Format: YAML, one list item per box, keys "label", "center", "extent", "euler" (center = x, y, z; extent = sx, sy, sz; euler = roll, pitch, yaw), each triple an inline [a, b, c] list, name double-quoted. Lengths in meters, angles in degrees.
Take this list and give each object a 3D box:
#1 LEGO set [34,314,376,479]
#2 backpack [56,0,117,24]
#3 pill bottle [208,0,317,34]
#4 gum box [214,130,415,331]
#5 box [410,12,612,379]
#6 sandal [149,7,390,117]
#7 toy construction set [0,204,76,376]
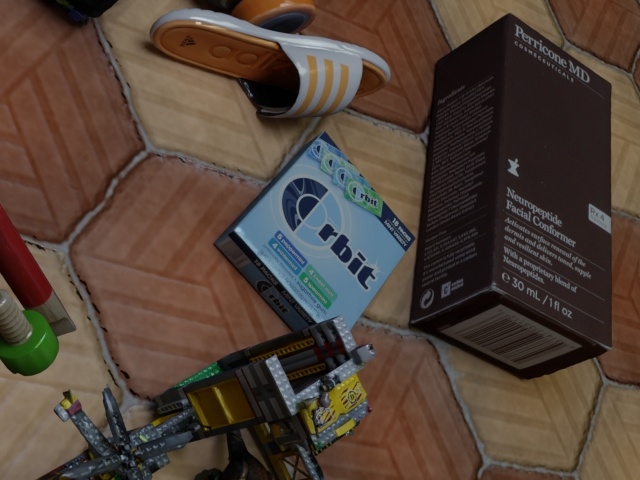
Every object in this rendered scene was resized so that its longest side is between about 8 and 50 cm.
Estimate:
- label: "LEGO set"
  center: [-0.057, 0.205, 0.844]
  extent: [0.331, 0.192, 0.255]
  euler: [-16, 84, -44]
- label: "backpack"
  center: [-0.236, -0.313, 0.999]
  extent: [0.173, 0.117, 0.158]
  euler: [38, 51, -21]
- label: "pill bottle"
  center: [-0.082, -0.333, 1.125]
  extent: [0.130, 0.130, 0.245]
  euler: [-10, 77, -42]
- label: "gum box"
  center: [0.000, 0.000, 1.101]
  extent: [0.157, 0.041, 0.184]
  euler: [48, 49, -11]
- label: "box"
  center: [0.233, -0.053, 1.253]
  extent: [0.191, 0.143, 0.381]
  euler: [26, 54, -28]
- label: "sandal"
  center: [-0.051, -0.165, 1.104]
  extent: [0.265, 0.102, 0.076]
  euler: [8, 66, -27]
- label: "toy construction set"
  center: [-0.282, 0.145, 0.690]
  extent: [0.309, 0.237, 0.257]
  euler: [-38, 54, -17]
